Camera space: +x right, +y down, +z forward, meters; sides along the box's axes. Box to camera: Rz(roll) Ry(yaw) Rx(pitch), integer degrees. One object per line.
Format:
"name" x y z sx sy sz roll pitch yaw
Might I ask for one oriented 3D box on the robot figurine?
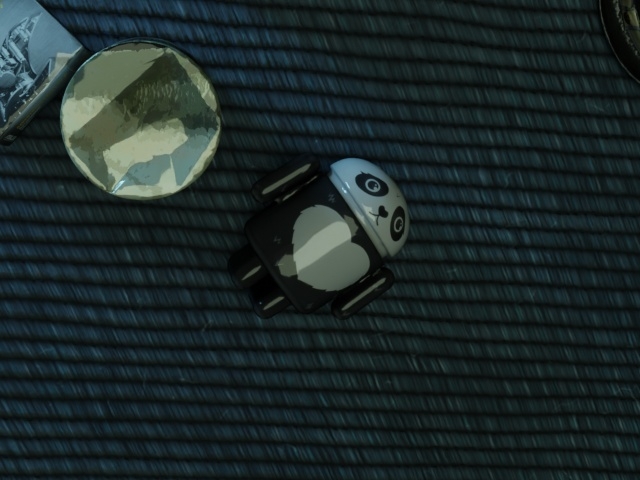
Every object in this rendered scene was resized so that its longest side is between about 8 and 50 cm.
"robot figurine" -0.001 -0.001 1.602 0.278 0.173 0.209 -34 148 0

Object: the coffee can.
"coffee can" -0.240 -0.174 1.483 0.202 0.275 0.201 -2 102 -8

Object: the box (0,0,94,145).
"box" -0.461 -0.274 1.510 0.231 0.056 0.183 44 94 5

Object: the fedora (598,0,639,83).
"fedora" 0.581 -0.374 1.620 0.334 0.152 0.334 -2 102 -8
